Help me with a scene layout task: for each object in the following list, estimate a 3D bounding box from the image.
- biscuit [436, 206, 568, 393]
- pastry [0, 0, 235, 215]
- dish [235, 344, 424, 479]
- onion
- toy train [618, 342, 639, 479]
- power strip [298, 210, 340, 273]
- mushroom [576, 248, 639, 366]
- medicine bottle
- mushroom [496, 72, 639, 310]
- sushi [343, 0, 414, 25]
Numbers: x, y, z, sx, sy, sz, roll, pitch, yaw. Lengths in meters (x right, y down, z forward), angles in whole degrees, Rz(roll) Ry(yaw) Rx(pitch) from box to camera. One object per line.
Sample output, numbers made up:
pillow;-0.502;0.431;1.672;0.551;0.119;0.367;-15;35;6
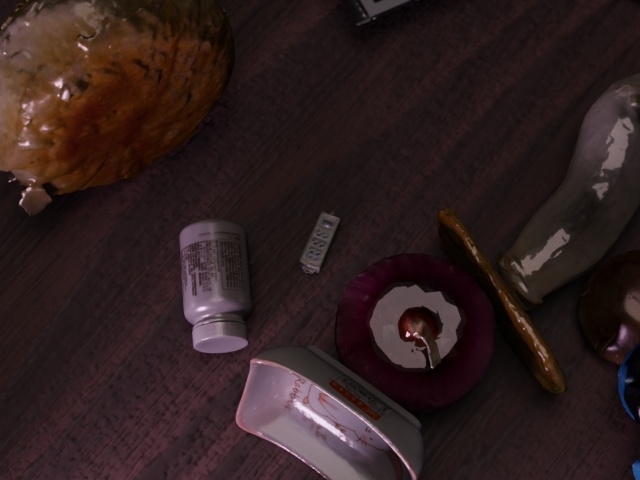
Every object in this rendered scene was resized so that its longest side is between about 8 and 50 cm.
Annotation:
biscuit;0.201;0.065;1.449;0.029;0.118;0.247;-31;72;-6
pastry;-0.236;-0.184;1.457;0.330;0.329;0.136;-31;70;-12
dish;0.020;0.195;1.389;0.212;0.151;0.077;34;53;13
onion;0.103;0.099;1.422;0.177;0.153;0.177;-8;54;11
toy train;0.479;0.187;1.351;0.300;0.188;0.265;-24;89;-9
power strip;0.000;0.000;1.532;0.027;0.017;0.083;20;71;7
mushroom;0.376;0.072;1.468;0.171;0.080;0.135;-23;80;-5
medicine bottle;-0.117;0.052;1.477;0.079;0.079;0.140;-6;68;-2
mushroom;0.323;-0.066;1.512;0.109;0.097;0.351;35;72;-2
sushi;0.125;-0.467;1.696;0.359;0.064;0.343;-25;74;-11
